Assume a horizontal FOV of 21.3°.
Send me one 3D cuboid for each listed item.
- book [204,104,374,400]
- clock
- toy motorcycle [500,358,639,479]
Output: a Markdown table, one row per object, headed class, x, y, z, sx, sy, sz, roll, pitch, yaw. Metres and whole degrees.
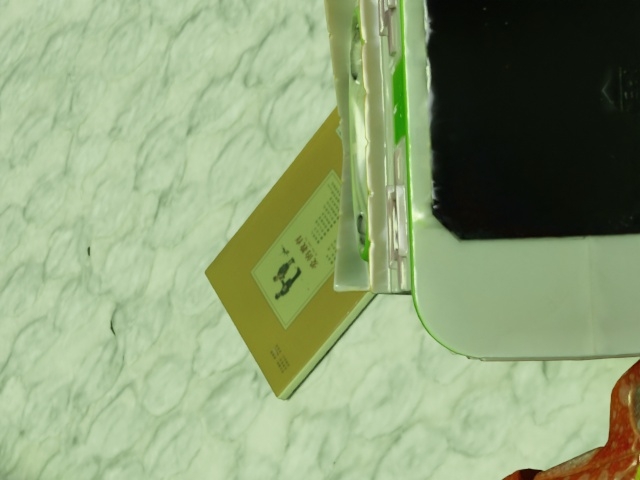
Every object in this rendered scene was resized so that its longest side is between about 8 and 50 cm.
| class | x | y | z | sx | sy | sz | roll | pitch | yaw |
| --- | --- | --- | --- | --- | --- | --- | --- | --- | --- |
| book | 0.000 | 0.000 | 1.070 | 0.172 | 0.012 | 0.118 | -50 | 49 | 23 |
| clock | 0.087 | -0.062 | 0.804 | 0.309 | 0.166 | 0.235 | 115 | 153 | -86 |
| toy motorcycle | 0.189 | 0.108 | 0.797 | 0.298 | 0.089 | 0.171 | -47 | 49 | 27 |
